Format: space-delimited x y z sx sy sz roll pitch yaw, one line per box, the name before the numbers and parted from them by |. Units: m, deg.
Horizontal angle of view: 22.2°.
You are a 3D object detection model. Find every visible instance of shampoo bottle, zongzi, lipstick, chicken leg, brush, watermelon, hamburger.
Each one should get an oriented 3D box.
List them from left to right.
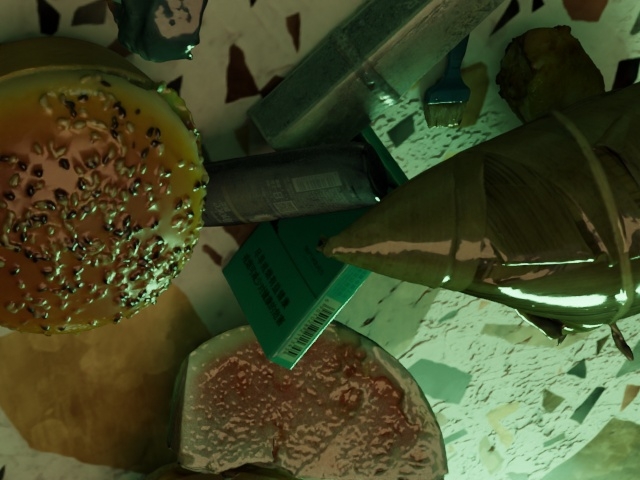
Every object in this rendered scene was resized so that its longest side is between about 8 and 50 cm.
hamburger | -0.241 -0.046 1.512 0.300 0.176 0.300 -13 130 -16
shampoo bottle | -0.053 -0.052 1.614 0.233 0.049 0.087 -8 144 22
watermelon | -0.010 0.192 1.800 0.305 0.180 0.224 6 144 -10
lipstick | 0.062 -0.189 1.623 0.289 0.077 0.076 -42 132 9
brush | 0.141 -0.190 1.709 0.051 0.014 0.164 -7 127 -25
zongzi | 0.175 0.008 1.695 0.467 0.218 0.500 -8 165 -13
chicken leg | 0.282 -0.151 1.769 0.107 0.087 0.251 -41 140 22

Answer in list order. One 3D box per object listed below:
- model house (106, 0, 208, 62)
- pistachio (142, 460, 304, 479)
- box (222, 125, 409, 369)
model house | -0.226 -0.273 1.322 0.291 0.253 0.184 15 105 -16
pistachio | -0.074 0.369 1.836 0.309 0.230 0.230 36 106 -8
box | 0.000 0.000 1.681 0.042 0.161 0.226 28 109 -37
